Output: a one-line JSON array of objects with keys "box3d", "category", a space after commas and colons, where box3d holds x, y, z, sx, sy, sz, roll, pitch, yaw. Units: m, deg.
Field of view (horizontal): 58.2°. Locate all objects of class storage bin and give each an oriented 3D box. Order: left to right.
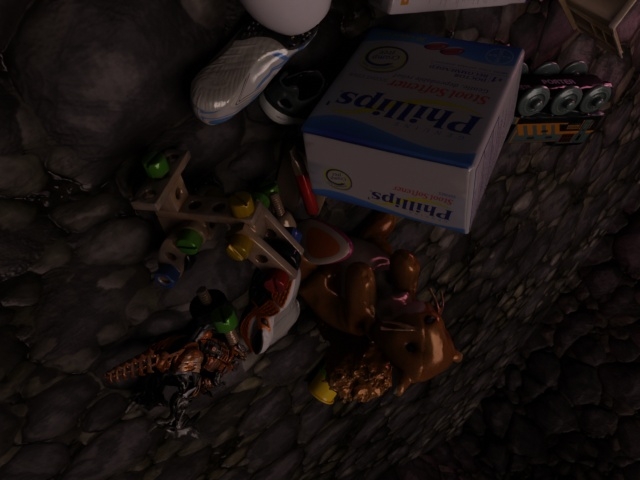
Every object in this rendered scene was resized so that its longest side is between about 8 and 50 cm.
[{"box3d": [0.592, -0.506, 1.071, 0.260, 0.123, 0.262, -6, 132, -59], "category": "storage bin"}]

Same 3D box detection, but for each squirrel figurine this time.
[{"box3d": [0.136, 0.190, 1.297, 0.281, 0.370, 0.397, -21, 139, -33], "category": "squirrel figurine"}]

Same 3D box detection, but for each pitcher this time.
[{"box3d": [-0.044, -0.368, 0.708, 0.178, 0.125, 0.207, -18, 146, 19], "category": "pitcher"}]

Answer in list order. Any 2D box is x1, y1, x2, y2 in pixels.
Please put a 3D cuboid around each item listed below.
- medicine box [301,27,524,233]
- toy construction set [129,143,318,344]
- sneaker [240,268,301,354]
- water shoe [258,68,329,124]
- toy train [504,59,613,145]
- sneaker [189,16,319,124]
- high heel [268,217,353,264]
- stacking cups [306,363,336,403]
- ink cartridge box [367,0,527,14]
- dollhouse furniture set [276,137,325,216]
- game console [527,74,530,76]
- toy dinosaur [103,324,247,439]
[{"box3d": [0.153, -0.187, 0.922, 0.289, 0.264, 0.149, -60, 155, -33], "category": "medicine box"}, {"box3d": [-0.144, -0.057, 0.895, 0.309, 0.257, 0.237, -43, 136, -29], "category": "toy construction set"}, {"box3d": [-0.089, 0.132, 1.261, 0.121, 0.099, 0.262, -20, 148, -44], "category": "sneaker"}, {"box3d": [-0.009, -0.229, 0.924, 0.080, 0.073, 0.203, -41, 169, 37], "category": "water shoe"}, {"box3d": [0.520, -0.309, 1.346, 0.334, 0.142, 0.190, -7, 140, -20], "category": "toy train"}, {"box3d": [-0.098, -0.262, 0.843, 0.237, 0.085, 0.086, -44, -179, -12], "category": "sneaker"}, {"box3d": [0.000, 0.000, 1.085, 0.117, 0.244, 0.082, 1, 91, -41], "category": "high heel"}, {"box3d": [0.081, 0.314, 1.642, 0.096, 0.096, 0.316, 19, 107, -54], "category": "stacking cups"}, {"box3d": [0.251, -0.488, 0.973, 0.371, 0.069, 0.175, -17, 136, -32], "category": "ink cartridge box"}, {"box3d": [0.023, -0.115, 1.081, 0.151, 0.144, 0.123, -32, 152, -45], "category": "dollhouse furniture set"}, {"box3d": [0.527, -0.341, 1.417, 0.071, 0.107, 0.122, -73, -178, -56], "category": "game console"}, {"box3d": [-0.290, 0.261, 1.165, 0.322, 0.164, 0.218, 18, 99, -34], "category": "toy dinosaur"}]
